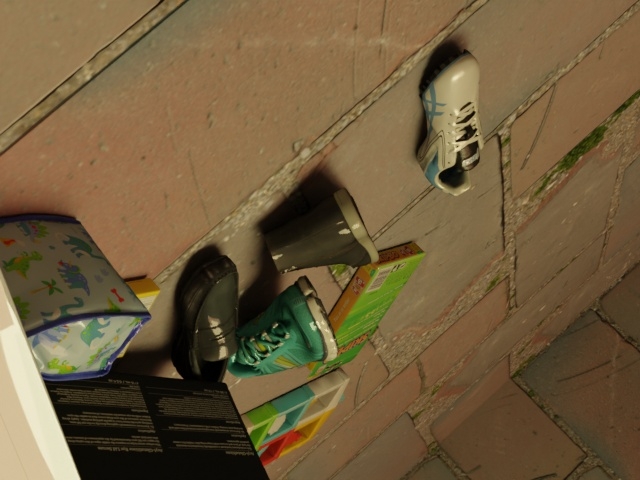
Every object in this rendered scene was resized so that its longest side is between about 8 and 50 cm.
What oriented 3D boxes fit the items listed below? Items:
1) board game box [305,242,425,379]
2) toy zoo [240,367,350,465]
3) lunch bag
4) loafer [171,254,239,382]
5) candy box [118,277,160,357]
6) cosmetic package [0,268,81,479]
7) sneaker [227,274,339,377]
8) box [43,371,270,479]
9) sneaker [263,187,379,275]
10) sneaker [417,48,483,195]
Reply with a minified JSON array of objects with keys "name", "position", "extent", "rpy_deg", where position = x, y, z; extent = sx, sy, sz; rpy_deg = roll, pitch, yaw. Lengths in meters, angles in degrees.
[{"name":"board game box","position":[0.062,0.115,1.476],"extent":[0.124,0.039,0.259],"rpy_deg":[-14,141,-48]},{"name":"toy zoo","position":[-0.059,0.325,1.640],"extent":[0.293,0.030,0.192],"rpy_deg":[-18,146,-45]},{"name":"lunch bag","position":[-0.239,0.047,0.764],"extent":[0.096,0.129,0.151],"rpy_deg":[-50,157,14]},{"name":"loafer","position":[-0.126,0.103,1.099],"extent":[0.076,0.078,0.223],"rpy_deg":[-27,152,-34]},{"name":"candy box","position":[-0.262,0.093,0.931],"extent":[0.206,0.027,0.105],"rpy_deg":[-8,141,-53]},{"name":"cosmetic package","position":[-0.319,0.134,0.594],"extent":[0.284,0.097,0.377],"rpy_deg":[-23,127,-21]},{"name":"sneaker","position":[-0.053,0.128,1.183],"extent":[0.110,0.107,0.275],"rpy_deg":[-19,166,-23]},{"name":"box","position":[-0.196,0.244,1.007],"extent":[0.261,0.184,0.103],"rpy_deg":[14,121,-42]},{"name":"sneaker","position":[0.000,0.000,1.156],"extent":[0.118,0.083,0.222],"rpy_deg":[-25,164,4]},{"name":"sneaker","position":[0.171,-0.143,1.153],"extent":[0.085,0.086,0.237],"rpy_deg":[-34,154,-16]}]
